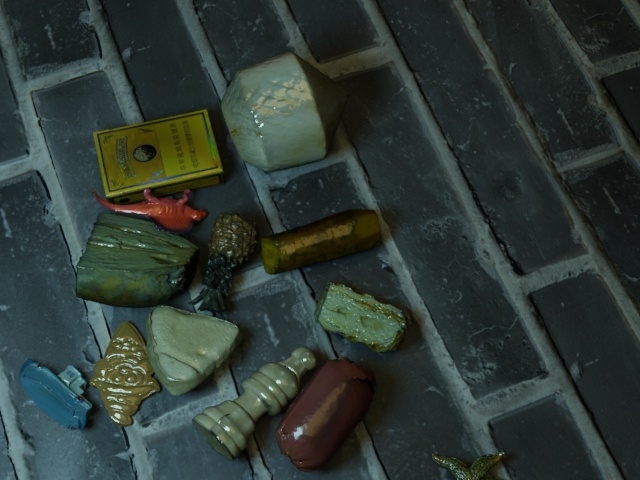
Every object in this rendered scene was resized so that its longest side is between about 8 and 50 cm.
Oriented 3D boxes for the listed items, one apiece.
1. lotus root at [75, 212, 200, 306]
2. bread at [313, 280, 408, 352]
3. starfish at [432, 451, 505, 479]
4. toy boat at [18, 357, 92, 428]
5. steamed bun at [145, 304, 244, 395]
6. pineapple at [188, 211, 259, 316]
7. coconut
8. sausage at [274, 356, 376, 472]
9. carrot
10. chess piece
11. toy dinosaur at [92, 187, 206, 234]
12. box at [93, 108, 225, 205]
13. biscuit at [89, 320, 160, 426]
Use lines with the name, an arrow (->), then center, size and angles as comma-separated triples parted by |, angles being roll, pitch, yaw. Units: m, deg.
lotus root -> -0.424, 0.063, 1.928 | 0.260, 0.149, 0.267 | 8, 29, -8
bread -> 0.096, 0.194, 1.955 | 0.232, 0.088, 0.128 | 21, 59, 12
starfish -> 0.341, 0.566, 1.839 | 0.208, 0.053, 0.176 | -7, 78, 0
toy boat -> -0.595, 0.340, 1.857 | 0.215, 0.088, 0.102 | 34, 35, 11
steamed bun -> -0.317, 0.267, 1.878 | 0.231, 0.110, 0.212 | 16, 45, 6
pineapple -> -0.234, 0.059, 1.970 | 0.128, 0.128, 0.248 | 17, 72, 3
coconut -> -0.077, -0.322, 2.049 | 0.328, 0.329, 0.329 | 1, 67, -3
sausage -> 0.014, 0.386, 1.831 | 0.152, 0.152, 0.280 | 36, 69, 11
carrot -> 0.000, 0.000, 2.013 | 0.301, 0.114, 0.114 | -17, 70, -9
chess piece -> -0.136, 0.353, 1.859 | 0.307, 0.139, 0.124 | -40, 93, -23
toy dinosaur -> -0.408, -0.059, 1.988 | 0.286, 0.070, 0.139 | 2, 46, -30
box -> -0.414, -0.212, 2.085 | 0.301, 0.084, 0.193 | -14, 68, -9
biscuit -> -0.457, 0.308, 1.898 | 0.162, 0.035, 0.250 | -1, 66, -9
